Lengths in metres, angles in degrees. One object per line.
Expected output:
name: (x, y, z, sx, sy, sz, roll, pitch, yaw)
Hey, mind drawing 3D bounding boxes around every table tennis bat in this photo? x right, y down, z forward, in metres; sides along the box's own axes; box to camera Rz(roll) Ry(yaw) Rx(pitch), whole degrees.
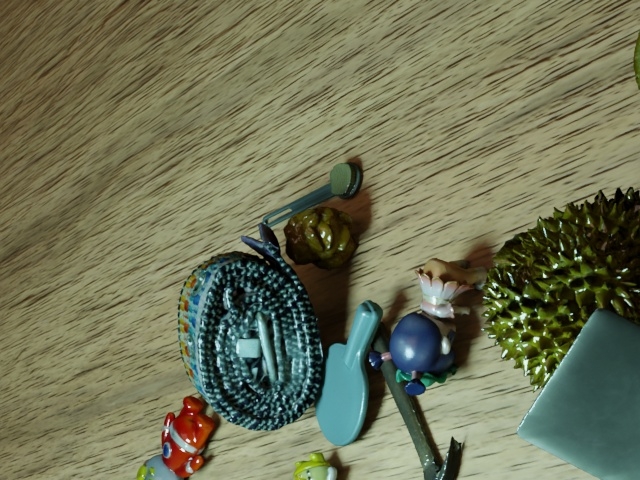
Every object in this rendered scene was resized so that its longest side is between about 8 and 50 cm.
table tennis bat: (0.042, 0.197, 1.894, 0.153, 0.040, 0.244, 54, 133, 50)

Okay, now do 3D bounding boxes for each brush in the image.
brush: (-0.025, -0.066, 2.099, 0.266, 0.027, 0.062, -26, 58, 46)

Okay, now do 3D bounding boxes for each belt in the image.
belt: (-0.117, 0.141, 1.963, 0.160, 0.206, 0.295, -152, 45, -70)

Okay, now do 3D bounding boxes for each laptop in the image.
laptop: (0.367, 0.198, 1.329, 0.188, 0.269, 0.015, -64, -2, 29)

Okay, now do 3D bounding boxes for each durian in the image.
durian: (0.332, 0.068, 1.418, 0.292, 0.258, 0.258, -22, 61, 29)

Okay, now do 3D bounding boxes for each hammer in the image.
hammer: (0.122, 0.237, 1.813, 0.125, 0.027, 0.297, -51, 43, 31)

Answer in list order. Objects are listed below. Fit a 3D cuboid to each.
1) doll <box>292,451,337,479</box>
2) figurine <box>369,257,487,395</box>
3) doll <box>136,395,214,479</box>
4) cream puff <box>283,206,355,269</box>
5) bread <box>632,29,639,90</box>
doll: (-0.005, 0.405, 1.895, 0.106, 0.062, 0.163, -41, 50, 45)
figurine: (0.150, 0.115, 1.750, 0.111, 0.102, 0.195, 19, 95, 56)
doll: (-0.266, 0.396, 2.235, 0.245, 0.076, 0.142, -58, 39, 17)
cream puff: (0.000, 0.000, 1.969, 0.116, 0.122, 0.094, -12, 80, 9)
bread: (0.471, -0.231, 1.463, 0.236, 0.070, 0.236, -21, 62, 47)
